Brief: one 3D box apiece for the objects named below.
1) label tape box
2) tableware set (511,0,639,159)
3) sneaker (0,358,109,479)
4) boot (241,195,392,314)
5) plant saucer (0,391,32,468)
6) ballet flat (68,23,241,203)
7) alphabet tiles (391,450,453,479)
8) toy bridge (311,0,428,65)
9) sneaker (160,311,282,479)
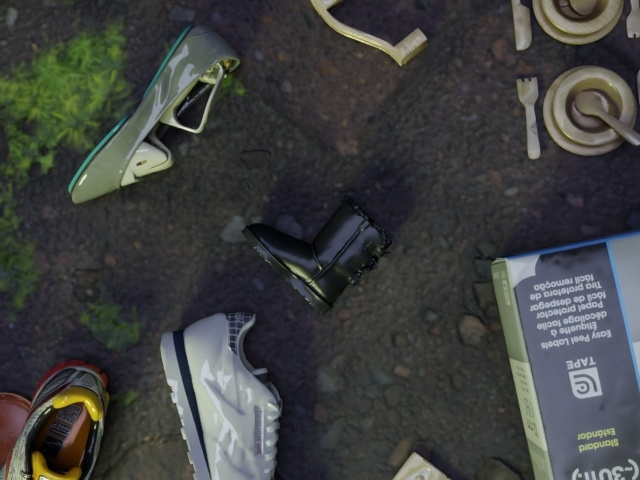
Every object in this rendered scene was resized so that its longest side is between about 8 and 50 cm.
[{"bbox_3d":[0.310,0.160,0.810,0.249,0.115,0.347,-11,83,2],"label":"label tape box"},{"bbox_3d":[0.249,-0.177,0.874,0.128,0.039,0.194,-6,86,4],"label":"tableware set"},{"bbox_3d":[-0.258,0.222,0.847,0.088,0.093,0.225,18,89,-16],"label":"sneaker"},{"bbox_3d":[0.000,0.000,0.878,0.121,0.045,0.099,43,92,-2],"label":"boot"},{"bbox_3d":[-0.306,0.189,0.902,0.083,0.013,0.083,0,85,4],"label":"plant saucer"},{"bbox_3d":[-0.153,-0.108,0.884,0.068,0.072,0.213,37,89,1],"label":"ballet flat"},{"bbox_3d":[0.124,0.347,0.864,0.237,0.009,0.198,36,89,6],"label":"alphabet tiles"},{"bbox_3d":[0.022,-0.243,0.901,0.063,0.026,0.188,-39,84,2],"label":"toy bridge"},{"bbox_3d":[-0.074,0.183,0.854,0.095,0.090,0.235,-16,87,-7],"label":"sneaker"}]
